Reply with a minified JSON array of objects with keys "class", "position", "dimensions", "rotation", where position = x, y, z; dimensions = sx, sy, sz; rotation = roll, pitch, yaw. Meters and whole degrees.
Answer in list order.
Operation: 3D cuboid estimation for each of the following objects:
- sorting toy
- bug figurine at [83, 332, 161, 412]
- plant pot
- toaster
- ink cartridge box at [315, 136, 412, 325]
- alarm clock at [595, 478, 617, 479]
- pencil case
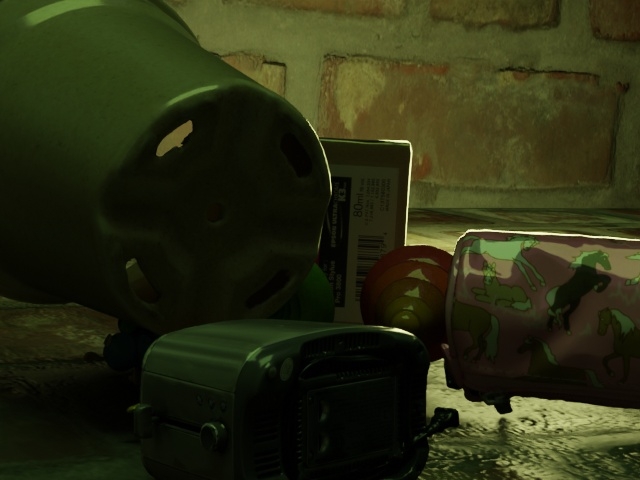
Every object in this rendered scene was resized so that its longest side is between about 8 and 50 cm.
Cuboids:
[{"class":"sorting toy","position":[-0.033,0.075,1.446],"dimensions":[0.366,0.127,0.126],"rotation":[-1,8,10]},{"class":"bug figurine","position":[-0.083,0.117,1.300],"dimensions":[0.216,0.072,0.279],"rotation":[1,6,-20]},{"class":"plant pot","position":[-0.162,-0.060,1.321],"dimensions":[0.334,0.333,0.305],"rotation":[-2,16,-35]},{"class":"toaster","position":[-0.024,0.119,1.062],"dimensions":[0.146,0.129,0.227],"rotation":[6,8,44]},{"class":"ink cartridge box","position":[0.000,0.000,1.647],"dimensions":[0.193,0.234,0.088],"rotation":[2,6,1]},{"class":"alarm clock","position":[0.258,0.150,0.955],"dimensions":[0.192,0.129,0.064],"rotation":[-18,5,1]},{"class":"pencil case","position":[0.304,0.084,1.335],"dimensions":[0.386,0.167,0.160],"rotation":[4,7,8]}]
